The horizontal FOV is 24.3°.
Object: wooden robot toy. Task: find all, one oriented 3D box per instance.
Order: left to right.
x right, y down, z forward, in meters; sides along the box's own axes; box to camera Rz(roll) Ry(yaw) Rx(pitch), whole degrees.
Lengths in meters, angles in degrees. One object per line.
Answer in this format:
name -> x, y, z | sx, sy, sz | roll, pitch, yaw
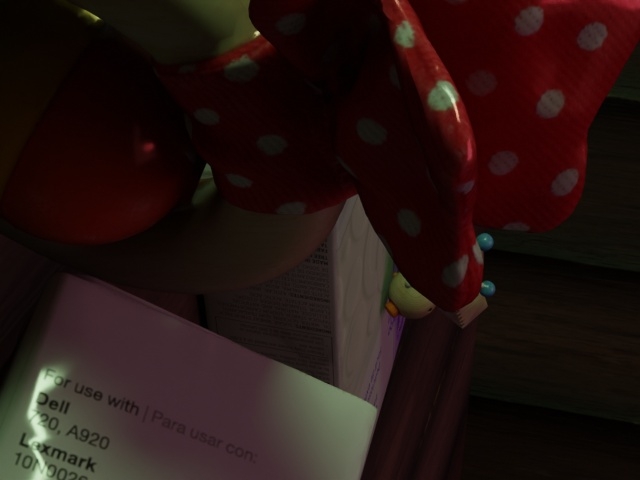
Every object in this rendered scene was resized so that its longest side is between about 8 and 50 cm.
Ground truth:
wooden robot toy -> 0.072, 0.023, 1.054 | 0.079, 0.076, 0.173 | -42, 159, -10

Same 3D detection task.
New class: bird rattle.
bird rattle -> -0.051, -0.056, 0.412 | 0.207, 0.254, 0.143 | 127, -19, -60

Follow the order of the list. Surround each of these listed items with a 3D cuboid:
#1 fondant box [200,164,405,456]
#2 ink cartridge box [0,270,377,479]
fondant box -> 0.000, 0.000, 1.025 | 0.330, 0.096, 0.238 | 89, 15, -46
ink cartridge box -> -0.096, 0.180, 0.463 | 0.201, 0.117, 0.278 | -50, -160, 55
